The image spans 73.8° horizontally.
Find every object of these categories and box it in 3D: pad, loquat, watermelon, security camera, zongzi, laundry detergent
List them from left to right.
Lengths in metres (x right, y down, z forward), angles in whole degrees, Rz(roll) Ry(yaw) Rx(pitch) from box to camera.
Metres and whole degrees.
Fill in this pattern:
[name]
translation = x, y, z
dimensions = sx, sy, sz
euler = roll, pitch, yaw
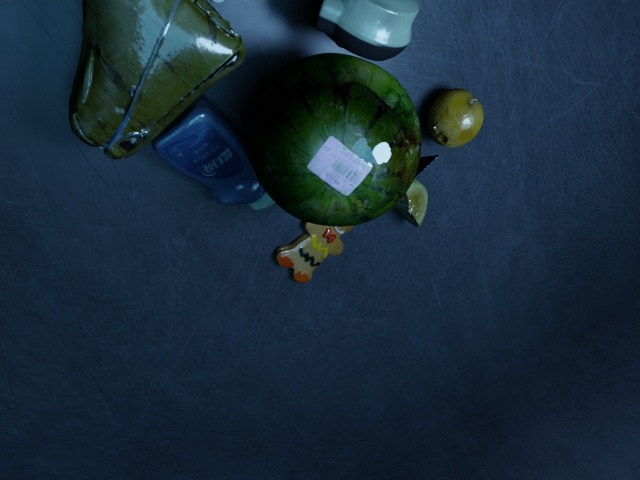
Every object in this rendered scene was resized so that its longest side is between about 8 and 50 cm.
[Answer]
[zongzi]
translation = -0.343, -0.336, 0.663
dimensions = 0.323, 0.160, 0.360
euler = -42, 133, 1
[laundry detergent]
translation = -0.199, -0.153, 0.893
dimensions = 0.143, 0.094, 0.290
euler = -37, 132, 11
[watermelon]
translation = 0.026, -0.191, 0.838
dimensions = 0.362, 0.363, 0.364
euler = -13, 124, -20
[security camera]
translation = 0.121, -0.482, 0.734
dimensions = 0.191, 0.197, 0.277
euler = 17, 139, -13
[pad]
translation = 0.181, -0.143, 1.018
dimensions = 0.159, 0.265, 0.009
euler = -42, 100, 2
[loquat]
translation = 0.335, -0.305, 1.068
dimensions = 0.140, 0.141, 0.141
euler = -13, 124, -20

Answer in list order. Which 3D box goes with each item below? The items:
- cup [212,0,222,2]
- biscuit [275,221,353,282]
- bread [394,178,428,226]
[cup]
translation = -0.069, -0.495, 0.709
dimensions = 0.299, 0.173, 0.168
euler = -38, 128, -2
[biscuit]
translation = 0.000, 0.000, 1.140
dimensions = 0.250, 0.036, 0.165
euler = -42, 130, 1
[bread]
translation = 0.247, -0.119, 1.167
dimensions = 0.094, 0.083, 0.157
euler = -47, 131, 2
